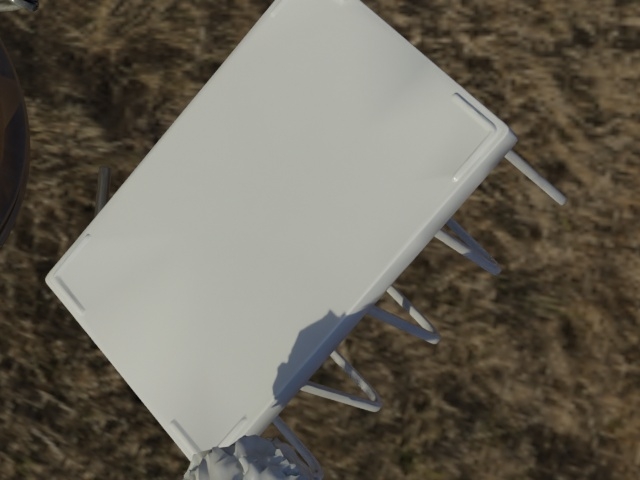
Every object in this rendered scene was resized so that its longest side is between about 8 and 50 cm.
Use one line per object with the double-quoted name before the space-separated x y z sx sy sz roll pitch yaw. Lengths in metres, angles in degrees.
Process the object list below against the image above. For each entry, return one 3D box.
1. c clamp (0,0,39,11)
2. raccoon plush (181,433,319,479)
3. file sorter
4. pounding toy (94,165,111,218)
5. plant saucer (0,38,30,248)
"c clamp" -0.143 -0.183 0.732 0.160 0.137 0.022 -55 151 18
"raccoon plush" -0.024 0.308 0.595 0.216 0.446 0.299 -39 162 11
"file sorter" 0.000 0.000 0.952 0.277 0.193 0.173 -50 150 8
"pounding toy" -0.153 -0.023 1.502 0.269 0.154 0.155 -46 117 -2
"plant saucer" -0.308 -0.085 0.957 0.278 0.041 0.278 14 70 -43
